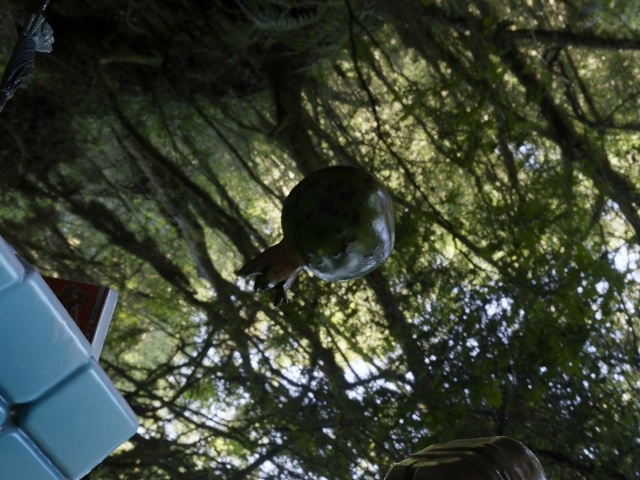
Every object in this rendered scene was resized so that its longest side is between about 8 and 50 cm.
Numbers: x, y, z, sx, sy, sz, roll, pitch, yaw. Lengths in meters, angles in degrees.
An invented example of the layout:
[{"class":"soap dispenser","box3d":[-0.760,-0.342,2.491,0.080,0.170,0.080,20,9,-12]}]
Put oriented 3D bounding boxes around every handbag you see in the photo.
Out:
[{"class":"handbag","box3d":[0.189,0.414,0.718,0.283,0.149,0.301,-33,-108,63]}]

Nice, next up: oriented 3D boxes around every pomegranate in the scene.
[{"class":"pomegranate","box3d":[0.012,-0.003,0.995,0.231,0.230,0.286,4,-134,47]}]

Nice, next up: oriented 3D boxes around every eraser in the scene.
[{"class":"eraser","box3d":[-0.499,0.151,1.045,0.231,0.038,0.157,7,-104,22]}]

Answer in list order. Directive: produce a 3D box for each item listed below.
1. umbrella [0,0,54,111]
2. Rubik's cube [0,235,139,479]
[{"class":"umbrella","box3d":[-0.302,-0.190,0.568,0.044,0.044,0.268,-43,-142,25]},{"class":"Rubik's cube","box3d":[-0.426,0.113,0.516,0.322,0.315,0.319,-36,-144,-27]}]
